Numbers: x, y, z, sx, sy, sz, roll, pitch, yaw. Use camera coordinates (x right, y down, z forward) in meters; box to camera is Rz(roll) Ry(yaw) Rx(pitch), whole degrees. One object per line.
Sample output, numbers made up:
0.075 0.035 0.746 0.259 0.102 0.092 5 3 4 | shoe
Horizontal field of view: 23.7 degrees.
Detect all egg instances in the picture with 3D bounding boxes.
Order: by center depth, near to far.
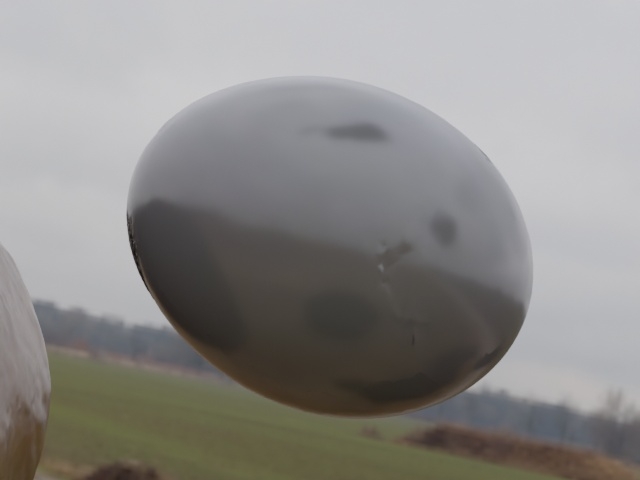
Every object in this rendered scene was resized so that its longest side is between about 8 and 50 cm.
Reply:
0.000 0.000 0.677 0.198 0.146 0.146 27 3 31 | egg

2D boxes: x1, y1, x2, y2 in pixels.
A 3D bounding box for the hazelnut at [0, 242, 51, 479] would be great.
-0.308 0.095 0.741 0.315 0.372 0.372 56 -12 -5 | hazelnut
